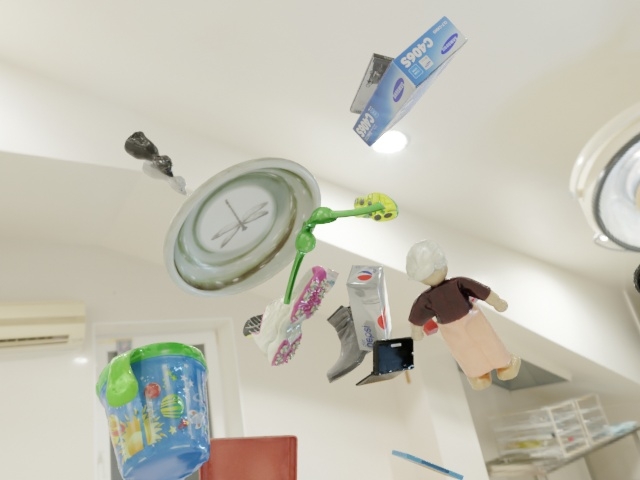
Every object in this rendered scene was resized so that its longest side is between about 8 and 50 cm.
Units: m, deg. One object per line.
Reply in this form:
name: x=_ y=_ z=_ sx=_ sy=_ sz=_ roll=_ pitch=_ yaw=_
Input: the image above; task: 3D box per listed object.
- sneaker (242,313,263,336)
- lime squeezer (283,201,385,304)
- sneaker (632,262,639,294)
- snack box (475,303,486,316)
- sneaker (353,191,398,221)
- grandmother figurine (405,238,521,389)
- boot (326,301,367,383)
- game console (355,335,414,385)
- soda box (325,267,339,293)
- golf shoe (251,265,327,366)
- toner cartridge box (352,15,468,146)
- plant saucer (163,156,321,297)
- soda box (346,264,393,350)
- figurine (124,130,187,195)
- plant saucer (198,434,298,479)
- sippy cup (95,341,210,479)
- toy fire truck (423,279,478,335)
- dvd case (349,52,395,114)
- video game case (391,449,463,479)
sneaker: x=-0.233 y=0.352 z=1.867 sx=0.208 sy=0.081 sz=0.094 roll=-27 pitch=-38 yaw=-37
lime squeezer: x=0.000 y=0.000 z=0.963 sx=0.310 sy=0.110 sz=0.059 roll=-46 pitch=-13 yaw=20
sneaker: x=0.789 y=0.184 z=1.022 sx=0.257 sy=0.448 sz=0.169 roll=1 pitch=4 yaw=-28
snack box: x=0.614 y=0.288 z=1.779 sx=0.064 sy=0.022 sz=0.178 roll=-22 pitch=0 yaw=14
sneaker: x=0.224 y=-0.127 z=1.698 sx=0.123 sy=0.109 sz=0.295 roll=0 pitch=7 yaw=-19
grandmother figurine: x=0.281 y=0.152 z=0.951 sx=0.207 sy=0.342 sz=0.104 roll=-29 pitch=11 yaw=9
boot: x=0.091 y=0.395 z=1.794 sx=0.338 sy=0.223 sz=0.118 roll=-31 pitch=-12 yaw=-42
game console: x=0.141 y=0.266 z=0.990 sx=0.122 sy=0.107 sz=0.071 roll=3 pitch=-5 yaw=-38
soda box: x=0.031 y=0.189 z=2.061 sx=0.058 sy=0.063 sz=0.183 roll=24 pitch=-23 yaw=0
golf shoe: x=-0.092 y=0.189 z=1.227 sx=0.115 sy=0.140 sz=0.306 roll=16 pitch=-75 yaw=-56
toner cartridge box: x=0.192 y=-0.353 z=1.059 sx=0.165 sy=0.075 sz=0.348 roll=-44 pitch=0 yaw=-11
plant saucer: x=-0.187 y=-0.040 z=1.059 sx=0.400 sy=0.100 sz=0.400 roll=-28 pitch=-35 yaw=-22
soda box: x=0.153 y=0.210 z=1.360 sx=0.098 sy=0.091 sz=0.286 roll=2 pitch=-53 yaw=20
figurine: x=-0.582 y=-0.266 z=1.635 sx=0.092 sy=0.209 sz=0.215 roll=-48 pitch=-22 yaw=-15
plant saucer: x=-0.193 y=0.639 z=1.213 sx=0.259 sy=0.259 sz=0.048 roll=0 pitch=8 yaw=-7
sippy cup: x=-0.335 y=0.372 z=0.940 sx=0.305 sy=0.224 sz=0.240 roll=25 pitch=-65 yaw=-42
toy fire truck: x=0.395 y=0.202 z=1.348 sx=0.192 sy=0.047 sz=0.135 roll=-17 pitch=-42 yaw=-24
dvd case: x=0.221 y=-0.515 z=1.539 sx=0.179 sy=0.030 sz=0.239 roll=9 pitch=-31 yaw=-13
video game case: x=0.292 y=0.619 z=1.240 sx=0.166 sy=0.015 sz=0.119 roll=23 pitch=-23 yaw=-2
